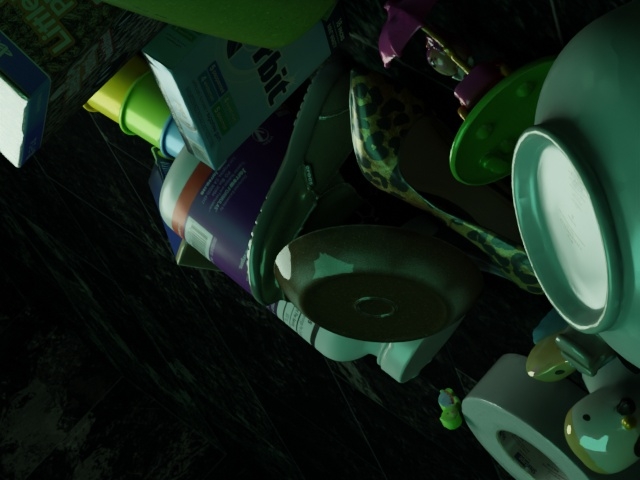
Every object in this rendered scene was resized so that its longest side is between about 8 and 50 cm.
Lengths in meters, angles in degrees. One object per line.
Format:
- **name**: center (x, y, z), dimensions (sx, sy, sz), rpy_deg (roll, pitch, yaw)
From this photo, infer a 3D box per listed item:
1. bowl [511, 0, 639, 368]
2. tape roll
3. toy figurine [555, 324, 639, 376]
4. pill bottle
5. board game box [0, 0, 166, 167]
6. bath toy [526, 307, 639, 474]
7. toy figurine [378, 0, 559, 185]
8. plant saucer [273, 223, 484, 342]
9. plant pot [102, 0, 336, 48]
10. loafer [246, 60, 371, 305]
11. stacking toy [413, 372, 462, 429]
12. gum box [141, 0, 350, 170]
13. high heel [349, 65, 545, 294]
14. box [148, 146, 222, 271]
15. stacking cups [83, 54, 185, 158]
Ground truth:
- **bowl**: center (0.216, -0.023, 1.223), dimensions (0.298, 0.134, 0.298), rpy_deg (163, 90, -75)
- **tape roll**: center (0.264, 0.227, 2.083), dimensions (0.219, 0.072, 0.219), rpy_deg (40, 164, 14)
- **toy figurine**: center (0.318, 0.090, 1.494), dimensions (0.213, 0.148, 0.209), rpy_deg (44, 170, -11)
- **pill bottle**: center (0.000, 0.000, 1.937), dimensions (0.323, 0.181, 0.181), rpy_deg (39, 163, 14)
- **board game box**: center (-0.214, -0.237, 1.646), dimensions (0.141, 0.291, 0.232), rpy_deg (43, 165, 0)
- **bath toy**: center (0.335, 0.194, 1.690), dimensions (0.348, 0.151, 0.129), rpy_deg (46, 166, -19)
- **toy figurine**: center (0.120, -0.139, 1.487), dimensions (0.159, 0.130, 0.173), rpy_deg (50, -166, 28)
- **plant saucer**: center (0.053, 0.049, 1.736), dimensions (0.198, 0.036, 0.199), rpy_deg (4, 150, 2)
- **plant pot**: center (-0.116, -0.280, 1.424), dimensions (0.293, 0.275, 0.275), rpy_deg (34, 170, -27)
- **loafer**: center (0.000, -0.044, 1.784), dimensions (0.087, 0.251, 0.094), rpy_deg (22, -162, 9)
- **stacking toy**: center (0.082, 0.108, 2.144), dimensions (0.221, 0.052, 0.167), rpy_deg (54, 176, 43)
- **gum box**: center (-0.061, -0.174, 1.630), dimensions (0.041, 0.184, 0.157), rpy_deg (35, 162, 28)
- **high heel**: center (0.138, -0.057, 1.660), dimensions (0.186, 0.093, 0.261), rpy_deg (12, 147, 45)
- **box**: center (-0.116, -0.032, 2.121), dimensions (0.136, 0.036, 0.225), rpy_deg (9, -151, -22)
- **stacking cups**: center (-0.131, -0.124, 2.135), dimensions (0.316, 0.096, 0.096), rpy_deg (30, 160, 23)
